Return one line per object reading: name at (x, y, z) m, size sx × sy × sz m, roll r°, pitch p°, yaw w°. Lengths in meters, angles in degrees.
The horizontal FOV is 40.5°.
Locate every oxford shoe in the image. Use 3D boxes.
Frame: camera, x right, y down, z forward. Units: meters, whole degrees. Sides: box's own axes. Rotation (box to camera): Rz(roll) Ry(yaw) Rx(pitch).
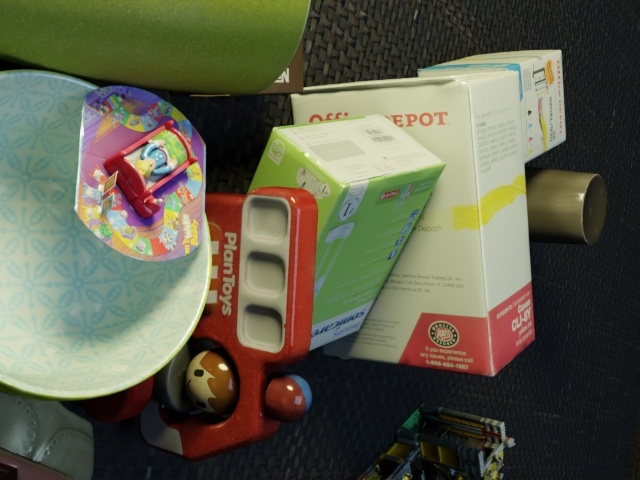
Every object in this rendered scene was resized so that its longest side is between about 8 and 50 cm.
oxford shoe at (-0.338, 0.146, 0.784) m, size 0.348 × 0.123 × 0.130 m, roll 54°, pitch 28°, yaw -41°

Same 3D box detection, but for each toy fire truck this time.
toy fire truck at (-0.117, 0.089, 0.922) m, size 0.169 × 0.253 × 0.302 m, roll -3°, pitch 97°, yaw -53°

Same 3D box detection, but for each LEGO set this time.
LEGO set at (0.208, 0.438, 1.461) m, size 0.331 × 0.192 × 0.255 m, roll -24°, pitch 114°, yaw -49°

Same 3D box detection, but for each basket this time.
basket at (0.396, -0.066, 1.604) m, size 0.204 × 0.226 × 0.154 m, roll 5°, pitch 91°, yaw -53°

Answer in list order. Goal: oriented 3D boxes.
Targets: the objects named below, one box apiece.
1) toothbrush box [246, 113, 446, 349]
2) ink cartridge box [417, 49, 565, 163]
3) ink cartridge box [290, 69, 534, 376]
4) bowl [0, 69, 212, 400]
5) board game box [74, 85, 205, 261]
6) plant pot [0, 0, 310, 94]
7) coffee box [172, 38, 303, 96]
toothbrush box at (0.000, 0.000, 1.066) m, size 0.206 × 0.122 × 0.283 m, roll -17°, pitch 139°, yaw -48°
ink cartridge box at (0.300, -0.228, 1.498) m, size 0.232 × 0.168 × 0.171 m, roll -27°, pitch 115°, yaw -49°
ink cartridge box at (0.131, -0.033, 1.199) m, size 0.160 × 0.279 × 0.385 m, roll -22°, pitch 110°, yaw -50°
bowl at (-0.258, 0.011, 0.777) m, size 0.289 × 0.156 × 0.290 m, roll 19°, pitch 60°, yaw -38°
board game box at (-0.149, -0.066, 0.779) m, size 0.133 × 0.033 × 0.169 m, roll 17°, pitch 62°, yaw -40°
plant pot at (-0.203, -0.254, 0.780) m, size 0.293 × 0.274 × 0.275 m, roll -14°, pitch 107°, yaw -35°
coffee box at (-0.098, -0.294, 1.016) m, size 0.141 × 0.098 × 0.247 m, roll -14°, pitch 107°, yaw -51°
